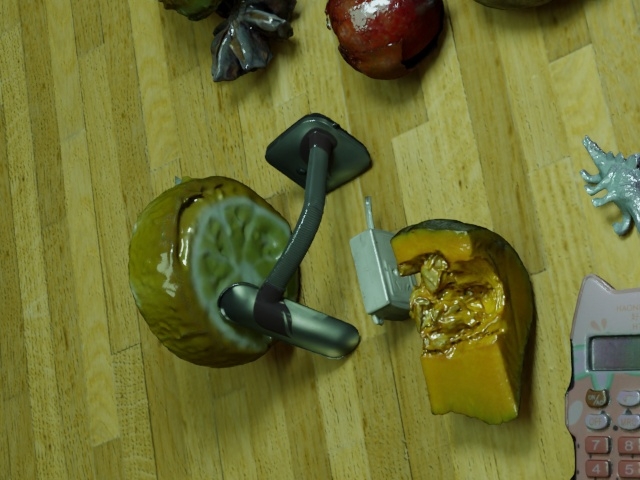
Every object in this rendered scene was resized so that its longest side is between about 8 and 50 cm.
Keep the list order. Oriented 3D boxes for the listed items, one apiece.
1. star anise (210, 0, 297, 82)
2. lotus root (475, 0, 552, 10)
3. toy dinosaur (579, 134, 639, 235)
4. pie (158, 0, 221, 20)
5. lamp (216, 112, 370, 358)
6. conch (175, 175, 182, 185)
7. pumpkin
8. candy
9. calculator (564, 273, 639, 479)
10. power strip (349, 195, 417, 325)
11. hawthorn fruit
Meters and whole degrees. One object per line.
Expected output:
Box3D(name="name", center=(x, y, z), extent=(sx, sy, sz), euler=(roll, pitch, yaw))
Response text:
Box3D(name="star anise", center=(-0.090, -0.321, 2.244), extent=(0.231, 0.089, 0.209), euler=(-56, 37, 10))
Box3D(name="lotus root", center=(0.247, -0.347, 1.943), extent=(0.214, 0.138, 0.138), euler=(22, 94, 41))
Box3D(name="toy dinosaur", center=(0.358, -0.046, 1.833), extent=(0.082, 0.039, 0.209), euler=(-39, 58, 25))
Box3D(name="pie", center=(-0.137, -0.445, 2.245), extent=(0.288, 0.103, 0.354), euler=(-55, 25, 3))
Box3D(name="lamp", center=(0.004, 0.000, 2.070), extent=(0.124, 0.203, 0.283), euler=(-20, 46, 47))
Box3D(name="conch", center=(-0.159, -0.033, 2.262), extent=(0.180, 0.088, 0.065), euler=(53, 158, 28))
Box3D(name="pumpkin", center=(0.184, 0.090, 1.907), extent=(0.131, 0.126, 0.248), euler=(-9, 93, 31))
Box3D(name="candy", center=(-0.136, 0.042, 2.092), extent=(0.118, 0.260, 0.260), euler=(-21, 67, 40))
Box3D(name="calculator", center=(0.371, 0.198, 1.765), extent=(0.220, 0.048, 0.330), euler=(-4, 80, 38))
Box3D(name="power strip", center=(0.079, 0.024, 2.030), extent=(0.042, 0.075, 0.175), euler=(-29, 63, 34))
Box3D(name="hawthorn fruit", center=(0.096, -0.290, 2.050), extent=(0.172, 0.148, 0.148), euler=(-31, 61, 17))
